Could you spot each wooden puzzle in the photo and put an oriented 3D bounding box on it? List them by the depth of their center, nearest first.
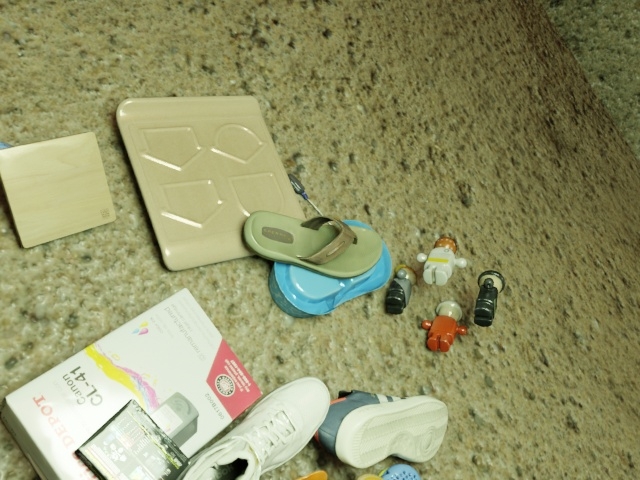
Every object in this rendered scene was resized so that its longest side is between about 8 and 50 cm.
[{"bbox_3d":[-0.218,-0.123,1.148,0.321,0.080,0.348,-12,76,-36],"label":"wooden puzzle"}]

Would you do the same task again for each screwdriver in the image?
[{"bbox_3d":[-0.022,-0.083,1.283,0.025,0.024,0.170,-38,94,-10],"label":"screwdriver"}]

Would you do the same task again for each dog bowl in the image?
[{"bbox_3d":[0.017,0.064,1.186,0.297,0.074,0.166,-21,77,-39],"label":"dog bowl"}]

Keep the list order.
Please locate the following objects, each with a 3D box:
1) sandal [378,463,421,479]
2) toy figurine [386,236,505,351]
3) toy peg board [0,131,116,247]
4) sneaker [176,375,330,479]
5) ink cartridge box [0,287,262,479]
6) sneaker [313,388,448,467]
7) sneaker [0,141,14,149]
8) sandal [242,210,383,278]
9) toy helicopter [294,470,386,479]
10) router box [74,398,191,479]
[{"bbox_3d":[0.127,0.535,0.951,0.126,0.138,0.318,29,51,-13],"label":"sandal"},{"bbox_3d":[0.270,0.111,1.230,0.209,0.213,0.148,39,41,-4],"label":"toy figurine"},{"bbox_3d":[-0.459,-0.092,0.965,0.161,0.079,0.161,-23,114,-38],"label":"toy peg board"},{"bbox_3d":[-0.087,0.309,0.837,0.292,0.169,0.108,-35,87,-20],"label":"sneaker"},{"bbox_3d":[-0.278,0.250,0.862,0.306,0.131,0.226,-34,85,-41],"label":"ink cartridge box"},{"bbox_3d":[0.111,0.339,1.068,0.350,0.148,0.131,21,82,-47],"label":"sneaker"},{"bbox_3d":[-0.577,-0.135,0.945,0.144,0.053,0.059,0,66,-24],"label":"sneaker"},{"bbox_3d":[-0.001,0.001,1.105,0.302,0.086,0.120,9,60,-28],"label":"sandal"},{"bbox_3d":[0.003,0.435,0.843,0.234,0.140,0.355,32,19,27],"label":"toy helicopter"},{"bbox_3d":[-0.248,0.289,0.751,0.122,0.038,0.092,49,50,-3],"label":"router box"}]
